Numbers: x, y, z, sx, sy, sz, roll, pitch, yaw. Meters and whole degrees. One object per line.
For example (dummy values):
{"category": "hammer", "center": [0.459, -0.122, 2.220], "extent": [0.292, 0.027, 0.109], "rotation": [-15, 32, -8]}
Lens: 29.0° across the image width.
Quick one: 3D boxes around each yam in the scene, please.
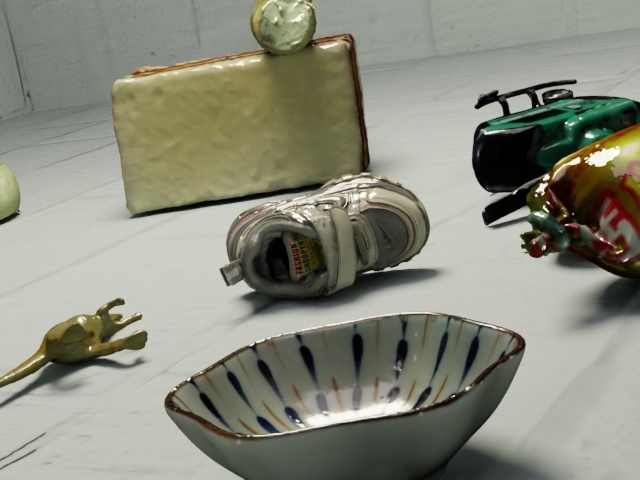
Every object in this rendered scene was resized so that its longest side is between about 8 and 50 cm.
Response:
{"category": "yam", "center": [-0.046, -0.277, 1.526], "extent": [0.083, 0.083, 0.371], "rotation": [-11, 13, 0]}

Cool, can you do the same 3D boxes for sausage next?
{"category": "sausage", "center": [0.272, -0.045, 0.915], "extent": [0.317, 0.125, 0.117], "rotation": [-16, -29, -24]}

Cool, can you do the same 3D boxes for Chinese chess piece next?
{"category": "Chinese chess piece", "center": [-0.521, -0.056, 1.751], "extent": [0.188, 0.083, 0.188], "rotation": [-13, 12, 3]}

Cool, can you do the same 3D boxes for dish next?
{"category": "dish", "center": [0.017, 0.096, 0.649], "extent": [0.191, 0.066, 0.190], "rotation": [-10, 11, 2]}

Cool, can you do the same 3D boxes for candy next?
{"category": "candy", "center": [-0.099, -0.150, 1.575], "extent": [0.321, 0.179, 0.135], "rotation": [-9, 13, 10]}

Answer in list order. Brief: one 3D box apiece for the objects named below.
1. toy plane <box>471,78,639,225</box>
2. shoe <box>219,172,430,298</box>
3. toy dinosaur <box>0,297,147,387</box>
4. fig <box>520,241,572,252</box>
{"category": "toy plane", "center": [0.295, -0.109, 1.265], "extent": [0.382, 0.106, 0.155], "rotation": [-15, 19, -21]}
{"category": "shoe", "center": [0.000, 0.000, 1.036], "extent": [0.180, 0.089, 0.092], "rotation": [-11, 11, 11]}
{"category": "toy dinosaur", "center": [-0.208, 0.085, 0.971], "extent": [0.162, 0.039, 0.126], "rotation": [-23, 6, -26]}
{"category": "fig", "center": [0.210, -0.024, 1.015], "extent": [0.084, 0.082, 0.098], "rotation": [-52, 9, -16]}
